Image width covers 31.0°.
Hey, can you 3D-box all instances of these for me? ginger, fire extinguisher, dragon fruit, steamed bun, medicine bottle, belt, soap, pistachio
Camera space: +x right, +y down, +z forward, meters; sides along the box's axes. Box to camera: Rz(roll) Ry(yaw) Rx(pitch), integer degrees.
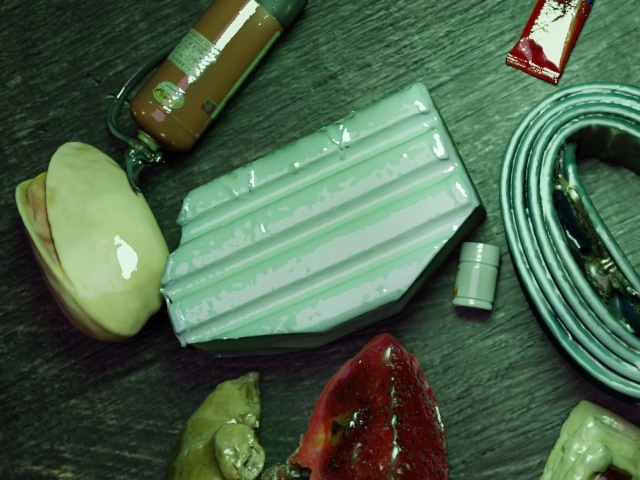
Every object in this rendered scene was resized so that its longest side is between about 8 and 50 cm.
[{"bbox_3d":[-0.139,0.293,1.567,0.123,0.219,0.270,21,65,-24],"label":"ginger"},{"bbox_3d":[-0.186,-0.244,1.702,0.113,0.200,0.376,39,86,-25],"label":"fire extinguisher"},{"bbox_3d":[0.061,0.281,1.559,0.212,0.134,0.262,-19,48,26],"label":"dragon fruit"},{"bbox_3d":[0.366,0.435,1.432,0.247,0.189,0.427,18,86,8],"label":"steamed bun"},{"bbox_3d":[0.214,0.050,1.582,0.057,0.057,0.089,8,85,14],"label":"medicine bottle"},{"bbox_3d":[0.403,0.007,1.485,0.300,0.173,0.436,-26,77,5],"label":"belt"},{"bbox_3d":[0.000,0.000,1.589,0.446,0.156,0.261,-25,77,8],"label":"soap"},{"bbox_3d":[-0.325,0.007,1.647,0.188,0.187,0.299,-34,74,6],"label":"pistachio"}]

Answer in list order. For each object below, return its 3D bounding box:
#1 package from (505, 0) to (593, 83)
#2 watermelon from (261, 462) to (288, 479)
[{"bbox_3d":[0.339,-0.325,1.627,0.083,0.022,0.200,26,90,15],"label":"package"},{"bbox_3d":[-0.091,0.391,1.580,0.098,0.121,0.158,-20,74,28],"label":"watermelon"}]
